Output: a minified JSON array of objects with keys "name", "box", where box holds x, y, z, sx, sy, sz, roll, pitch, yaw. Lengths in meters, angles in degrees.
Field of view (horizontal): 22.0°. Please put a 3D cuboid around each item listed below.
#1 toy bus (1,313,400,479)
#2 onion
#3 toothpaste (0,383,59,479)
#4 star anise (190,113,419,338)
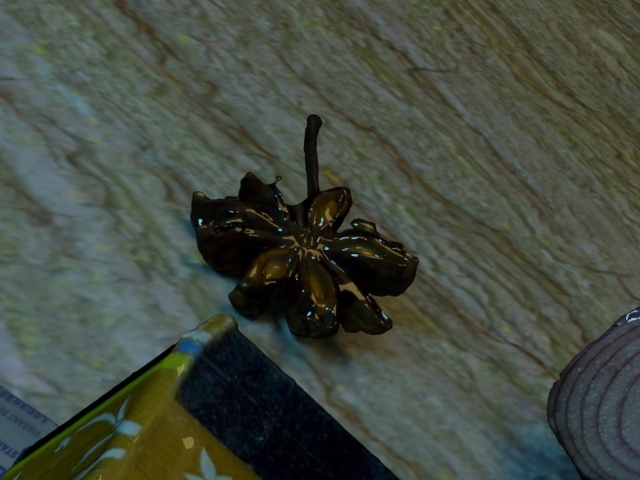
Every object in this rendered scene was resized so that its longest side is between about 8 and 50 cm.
[{"name":"toy bus","box":[-0.008,0.207,0.719,0.323,0.162,0.194,44,39,-13]},{"name":"onion","box":[0.301,0.177,1.166,0.230,0.272,0.256,55,26,-25]},{"name":"toothpaste","box":[-0.132,0.144,0.869,0.282,0.068,0.099,36,-1,11]},{"name":"star anise","box":[0.002,-0.003,1.218,0.177,0.073,0.234,35,43,14]}]
